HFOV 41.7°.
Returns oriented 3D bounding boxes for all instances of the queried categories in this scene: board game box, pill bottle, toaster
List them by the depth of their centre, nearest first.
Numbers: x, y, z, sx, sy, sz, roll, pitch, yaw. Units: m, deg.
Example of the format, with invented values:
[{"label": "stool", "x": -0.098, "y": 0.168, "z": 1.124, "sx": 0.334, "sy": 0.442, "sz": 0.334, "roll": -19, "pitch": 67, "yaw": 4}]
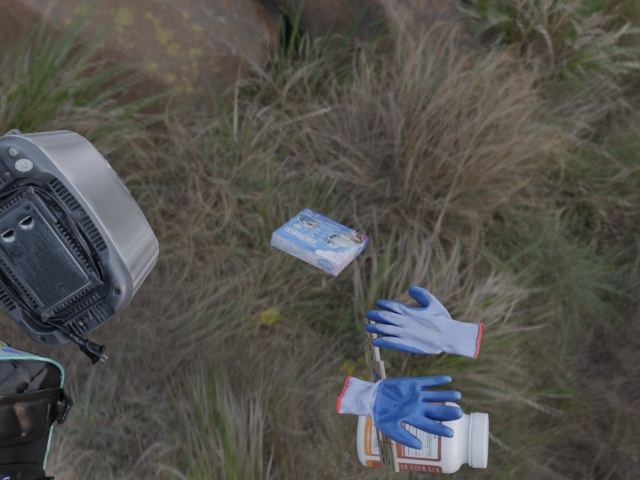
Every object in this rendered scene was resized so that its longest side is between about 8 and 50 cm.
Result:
[{"label": "toaster", "x": -0.245, "y": -0.004, "z": 0.807, "sx": 0.129, "sy": 0.146, "sz": 0.227, "roll": -33, "pitch": 101, "yaw": 13}, {"label": "board game box", "x": 0.000, "y": 0.000, "z": 1.007, "sx": 0.090, "sy": 0.020, "sz": 0.090, "roll": 25, "pitch": 31, "yaw": 15}, {"label": "pill bottle", "x": 0.178, "y": 0.337, "z": 1.450, "sx": 0.216, "sy": 0.121, "sz": 0.121, "roll": 2, "pitch": 58, "yaw": 14}]

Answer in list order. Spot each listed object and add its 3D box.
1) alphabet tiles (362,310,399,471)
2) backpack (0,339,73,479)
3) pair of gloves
[{"label": "alphabet tiles", "x": 0.089, "y": 0.233, "z": 1.302, "sx": 0.009, "sy": 0.198, "sz": 0.237, "roll": -7, "pitch": 78, "yaw": -3}, {"label": "backpack", "x": -0.299, "y": 0.147, "z": 0.605, "sx": 0.144, "sy": 0.188, "sz": 0.166, "roll": 12, "pitch": 89, "yaw": 27}, {"label": "pair of gloves", "x": 0.110, "y": 0.148, "z": 1.018, "sx": 0.159, "sy": 0.023, "sz": 0.198, "roll": 9, "pitch": 67, "yaw": 28}]
